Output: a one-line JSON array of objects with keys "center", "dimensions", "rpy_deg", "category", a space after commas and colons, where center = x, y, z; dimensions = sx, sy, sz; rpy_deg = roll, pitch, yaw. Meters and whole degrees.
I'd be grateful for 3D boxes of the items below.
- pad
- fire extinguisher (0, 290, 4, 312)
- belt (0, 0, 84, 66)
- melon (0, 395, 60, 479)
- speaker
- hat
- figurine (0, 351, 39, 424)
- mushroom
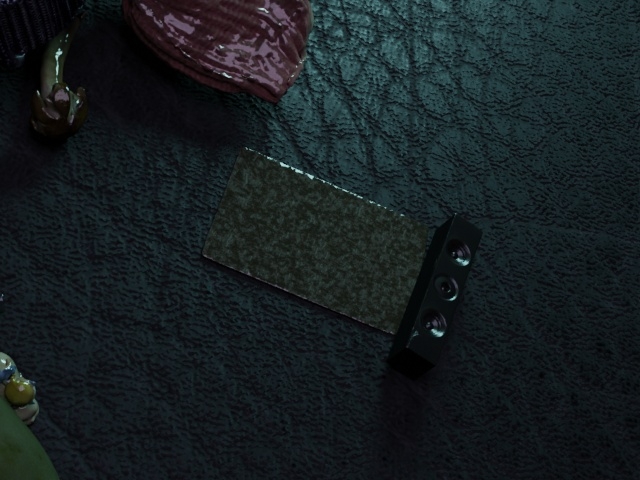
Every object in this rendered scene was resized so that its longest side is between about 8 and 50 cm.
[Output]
[{"center": [0.000, 0.000, 1.526], "dimensions": [0.235, 0.003, 0.158], "rpy_deg": [22, 54, -7], "category": "pad"}, {"center": [-0.346, 0.063, 1.339], "dimensions": [0.083, 0.022, 0.028], "rpy_deg": [-7, 24, -25], "category": "fire extinguisher"}, {"center": [-0.392, -0.318, 1.461], "dimensions": [0.325, 0.122, 0.260], "rpy_deg": [13, 65, 5], "category": "belt"}, {"center": [-0.346, 0.208, 1.106], "dimensions": [0.308, 0.272, 0.271], "rpy_deg": [18, 54, -16], "category": "melon"}, {"center": [0.124, 0.059, 1.511], "dimensions": [0.040, 0.046, 0.191], "rpy_deg": [32, 53, -12], "category": "speaker"}, {"center": [-0.144, -0.287, 1.586], "dimensions": [0.286, 0.107, 0.236], "rpy_deg": [15, 64, -14], "category": "hat"}, {"center": [-0.292, 0.132, 1.299], "dimensions": [0.083, 0.050, 0.047], "rpy_deg": [45, 60, 10], "category": "figurine"}, {"center": [-0.277, -0.186, 1.504], "dimensions": [0.060, 0.061, 0.187], "rpy_deg": [6, 53, -12], "category": "mushroom"}]
